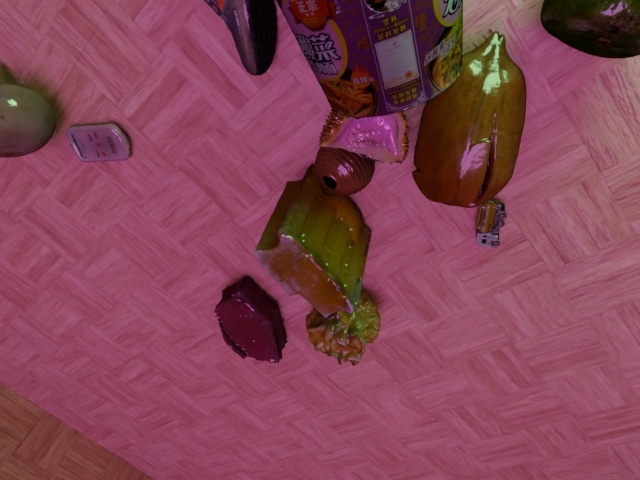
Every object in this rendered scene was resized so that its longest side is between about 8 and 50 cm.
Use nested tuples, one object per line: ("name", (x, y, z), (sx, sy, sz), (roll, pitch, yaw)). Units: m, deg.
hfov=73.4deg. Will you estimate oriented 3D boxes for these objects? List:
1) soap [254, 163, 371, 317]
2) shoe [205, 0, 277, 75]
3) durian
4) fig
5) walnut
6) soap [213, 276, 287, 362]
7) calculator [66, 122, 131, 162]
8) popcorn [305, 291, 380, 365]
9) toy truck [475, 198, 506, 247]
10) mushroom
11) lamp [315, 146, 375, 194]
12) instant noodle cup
("soap", (0.000, 0.000, 1.002), (0.143, 0.281, 0.259), (-30, 114, 31))
("shoe", (-0.192, -0.480, 0.803), (0.171, 0.132, 0.336), (3, 124, 16))
("durian", (0.097, -0.230, 0.880), (0.183, 0.165, 0.132), (9, 101, 7))
("fig", (0.477, -0.419, 0.669), (0.203, 0.203, 0.235), (20, 105, -2))
("walnut", (0.292, -0.222, 0.836), (0.209, 0.209, 0.336), (10, 117, 5))
("soap", (-0.217, 0.243, 1.331), (0.182, 0.112, 0.289), (-1, 123, 10))
("calculator", (-0.571, -0.250, 1.102), (0.175, 0.032, 0.100), (-1, 125, 13))
("popcorn", (0.061, 0.235, 1.211), (0.218, 0.189, 0.169), (-12, 124, 22))
("toy truck", (0.402, -0.044, 1.024), (0.063, 0.052, 0.123), (7, 125, 13))
("mushroom", (-0.759, -0.314, 1.021), (0.207, 0.207, 0.215), (-24, 86, 26))
("lamp", (0.054, -0.168, 0.960), (0.136, 0.136, 0.136), (6, 126, 8))
("instant noodle cup", (0.085, -0.378, 0.704), (0.340, 0.339, 0.266), (-9, 131, 18))
